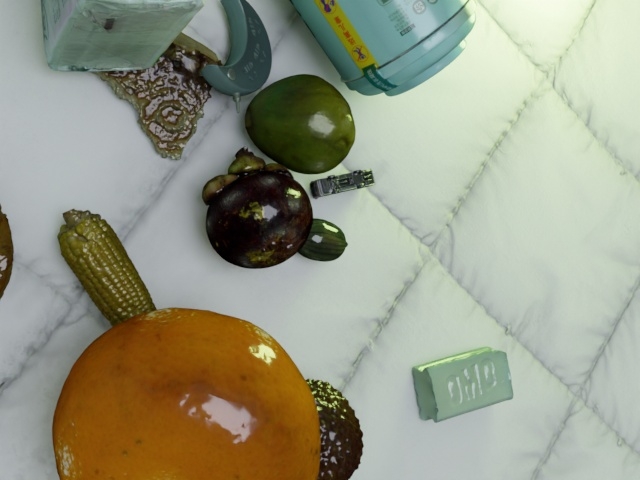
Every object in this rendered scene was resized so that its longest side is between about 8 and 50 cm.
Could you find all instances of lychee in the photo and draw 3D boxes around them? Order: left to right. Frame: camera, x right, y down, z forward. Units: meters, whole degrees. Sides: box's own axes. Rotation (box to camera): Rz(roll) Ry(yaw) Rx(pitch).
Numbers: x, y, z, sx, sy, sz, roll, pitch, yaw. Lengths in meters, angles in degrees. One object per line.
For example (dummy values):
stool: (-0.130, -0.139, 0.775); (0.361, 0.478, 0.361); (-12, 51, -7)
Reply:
lychee: (-0.013, 0.361, 1.771); (0.200, 0.200, 0.238); (-27, 107, -27)

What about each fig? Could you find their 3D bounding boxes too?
fig: (-0.038, -0.206, 1.782); (0.191, 0.181, 0.181); (3, 86, -13)

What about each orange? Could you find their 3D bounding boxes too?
orange: (-0.202, 0.300, 1.557); (0.424, 0.326, 0.423); (0, 115, -1)

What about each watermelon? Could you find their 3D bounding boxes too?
watermelon: (0.000, 0.000, 1.852); (0.111, 0.078, 0.078); (17, 80, -29)

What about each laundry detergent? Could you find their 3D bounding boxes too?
laundry detergent: (0.111, -0.435, 1.810); (0.287, 0.287, 0.305); (-43, 107, -24)

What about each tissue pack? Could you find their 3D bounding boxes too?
tissue pack: (-0.314, -0.495, 1.521); (0.205, 0.332, 0.404); (-3, 83, -22)

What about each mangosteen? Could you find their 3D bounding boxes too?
mangosteen: (-0.116, -0.061, 1.745); (0.192, 0.192, 0.217); (-9, 61, -29)

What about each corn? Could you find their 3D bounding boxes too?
corn: (-0.347, 0.060, 1.648); (0.097, 0.097, 0.261); (-37, 110, -25)

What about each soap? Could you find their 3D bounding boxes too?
soap: (0.287, 0.286, 2.006); (0.198, 0.063, 0.114); (-12, 92, -29)

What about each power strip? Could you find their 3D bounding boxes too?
power strip: (-0.144, -0.322, 1.765); (0.137, 0.044, 0.216); (38, 50, -42)

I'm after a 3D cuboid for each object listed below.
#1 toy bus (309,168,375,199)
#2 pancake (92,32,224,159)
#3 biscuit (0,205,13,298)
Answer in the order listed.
toy bus: (0.040, -0.108, 1.892); (0.131, 0.052, 0.037); (-14, 90, -31)
pancake: (-0.290, -0.259, 1.728); (0.266, 0.057, 0.244); (-7, 100, -25)
biscuit: (-0.603, 0.010, 1.514); (0.296, 0.075, 0.295); (1, 87, -32)
